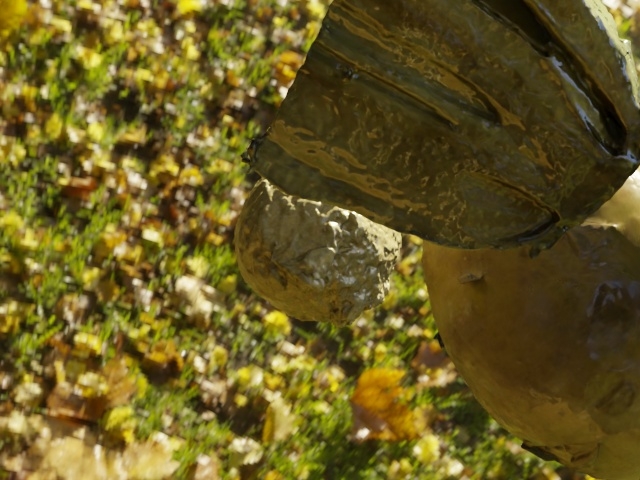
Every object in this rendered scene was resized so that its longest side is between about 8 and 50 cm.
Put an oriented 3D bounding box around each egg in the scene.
[{"bbox_3d":[0.000,0.000,0.810,0.118,0.116,0.140,36,25,23],"label":"egg"}]

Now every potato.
[{"bbox_3d":[0.206,0.036,0.871,0.239,0.116,0.299,-27,75,-8],"label":"potato"}]

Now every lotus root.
[{"bbox_3d":[0.056,-0.062,0.463,0.144,0.143,0.070,34,21,-9],"label":"lotus root"}]
